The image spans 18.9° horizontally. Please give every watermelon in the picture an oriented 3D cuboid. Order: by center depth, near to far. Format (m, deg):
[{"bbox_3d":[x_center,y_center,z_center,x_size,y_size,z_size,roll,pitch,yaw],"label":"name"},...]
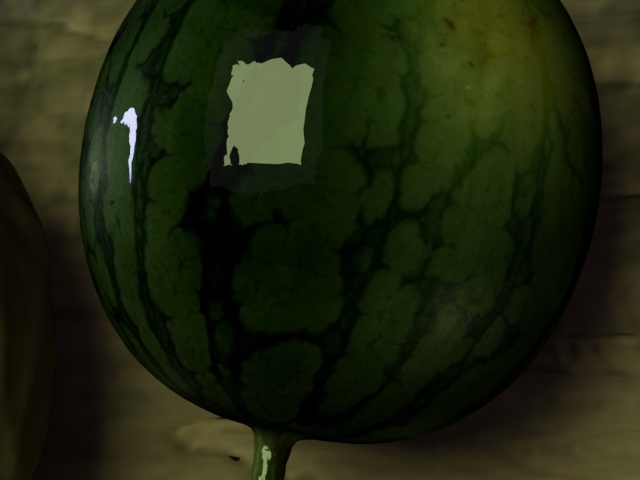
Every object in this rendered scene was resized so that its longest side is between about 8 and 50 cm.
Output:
[{"bbox_3d":[0.000,0.000,0.506,0.141,0.141,0.187,8,77,31],"label":"watermelon"}]

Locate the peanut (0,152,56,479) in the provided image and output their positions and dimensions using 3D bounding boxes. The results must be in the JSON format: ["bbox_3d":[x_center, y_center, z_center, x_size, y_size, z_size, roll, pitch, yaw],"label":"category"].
[{"bbox_3d":[-0.170,-0.002,0.600,0.152,0.152,0.313,-39,52,9],"label":"peanut"}]
